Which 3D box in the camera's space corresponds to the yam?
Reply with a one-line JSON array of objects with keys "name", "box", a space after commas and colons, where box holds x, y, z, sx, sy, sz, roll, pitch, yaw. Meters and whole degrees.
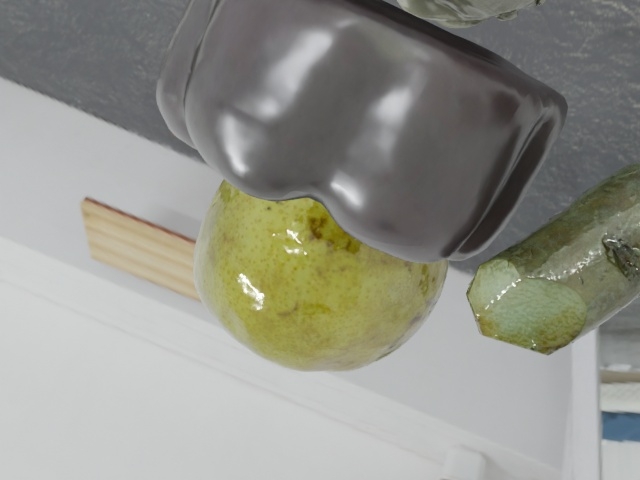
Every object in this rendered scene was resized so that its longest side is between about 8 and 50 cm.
[{"name": "yam", "box": [0.155, 0.013, 0.404, 0.146, 0.070, 0.070, -35, 127, 0]}]

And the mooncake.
[{"name": "mooncake", "box": [0.025, -0.085, 0.429, 0.244, 0.245, 0.133, 24, 103, -4]}]

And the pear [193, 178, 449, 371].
[{"name": "pear", "box": [0.000, 0.000, 0.826, 0.303, 0.304, 0.304, 14, 144, 10]}]

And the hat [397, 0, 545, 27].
[{"name": "hat", "box": [0.070, -0.256, 0.504, 0.244, 0.149, 0.214, 1, 174, -39]}]
